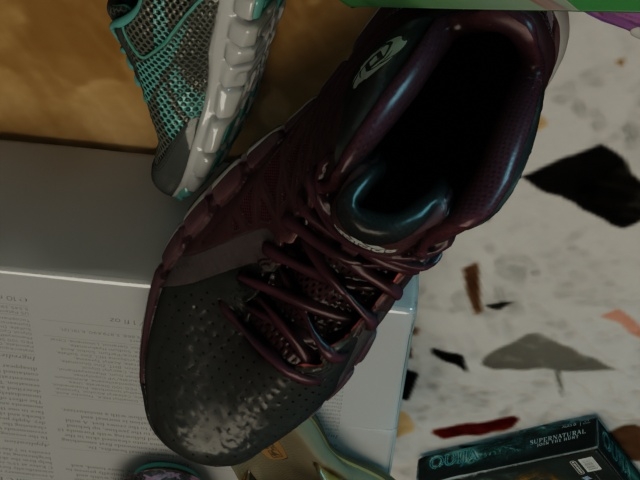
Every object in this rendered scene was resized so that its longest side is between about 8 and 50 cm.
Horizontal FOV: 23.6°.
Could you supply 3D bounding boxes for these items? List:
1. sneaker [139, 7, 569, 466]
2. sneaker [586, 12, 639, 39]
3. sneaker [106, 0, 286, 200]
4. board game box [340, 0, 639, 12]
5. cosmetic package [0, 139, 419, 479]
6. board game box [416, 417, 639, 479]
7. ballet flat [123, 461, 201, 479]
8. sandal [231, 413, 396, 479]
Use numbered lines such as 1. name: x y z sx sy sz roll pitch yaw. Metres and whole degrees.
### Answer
1. sneaker: 0.000 0.000 0.635 0.106 0.162 0.281 32 106 -5
2. sneaker: 0.191 -0.092 0.646 0.161 0.102 0.282 18 161 33
3. sneaker: -0.064 -0.089 0.706 0.076 0.065 0.166 25 136 4
4. board game box: 0.003 -0.146 0.467 0.213 0.046 0.317 33 175 -24
5. cosmetic package: -0.143 0.072 0.867 0.377 0.097 0.284 6 138 1
6. board game box: 0.161 0.186 1.012 0.126 0.026 0.186 -17 135 26
7. ballet flat: -0.103 0.213 0.898 0.077 0.079 0.221 10 141 -6
8. sandal: -0.007 0.137 0.816 0.072 0.049 0.180 -17 136 25
